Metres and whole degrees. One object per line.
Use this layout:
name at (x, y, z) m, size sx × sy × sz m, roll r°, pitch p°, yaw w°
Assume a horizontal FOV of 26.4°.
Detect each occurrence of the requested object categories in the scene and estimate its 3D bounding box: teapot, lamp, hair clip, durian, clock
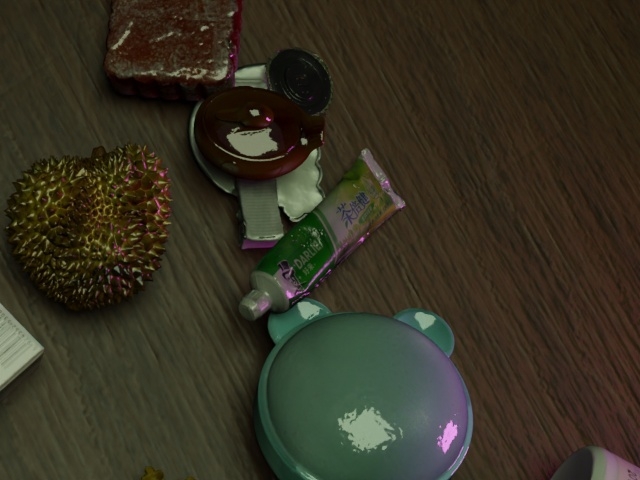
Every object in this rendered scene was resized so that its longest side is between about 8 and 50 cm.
teapot at (-0.060, -0.111, 1.351) m, size 0.129 × 0.078 × 0.098 m, roll 8°, pitch 65°, yaw -6°
lamp at (0.040, 0.188, 1.295) m, size 0.210 × 0.147 × 0.284 m, roll 6°, pitch 72°, yaw -8°
hair clip at (-0.066, -0.096, 1.410) m, size 0.140 × 0.054 × 0.220 m, roll -2°, pitch 72°, yaw -10°
durian at (-0.223, -0.015, 1.305) m, size 0.158 × 0.137 × 0.168 m, roll 5°, pitch 86°, yaw 8°
clock at (-0.021, -0.164, 1.427) m, size 0.074 × 0.010 × 0.083 m, roll -9°, pitch 71°, yaw -26°

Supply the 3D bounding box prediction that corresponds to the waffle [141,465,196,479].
waffle at (-0.146, 0.333, 1.258) m, size 0.232 × 0.051 × 0.228 m, roll 24°, pitch 69°, yaw -7°

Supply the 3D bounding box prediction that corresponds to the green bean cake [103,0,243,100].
green bean cake at (-0.149, -0.212, 1.405) m, size 0.135 × 0.056 × 0.135 m, roll 3°, pitch 71°, yaw 4°

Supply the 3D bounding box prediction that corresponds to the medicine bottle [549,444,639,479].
medicine bottle at (0.339, 0.319, 1.335) m, size 0.258 × 0.143 × 0.143 m, roll 30°, pitch 69°, yaw -3°

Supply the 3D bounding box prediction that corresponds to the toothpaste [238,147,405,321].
toothpaste at (0.000, 0.000, 1.370) m, size 0.248 × 0.047 × 0.078 m, roll -44°, pitch 104°, yaw -38°

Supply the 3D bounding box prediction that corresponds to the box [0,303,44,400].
box at (-0.372, 0.121, 1.251) m, size 0.139 × 0.073 × 0.194 m, roll 46°, pitch 69°, yaw 2°
